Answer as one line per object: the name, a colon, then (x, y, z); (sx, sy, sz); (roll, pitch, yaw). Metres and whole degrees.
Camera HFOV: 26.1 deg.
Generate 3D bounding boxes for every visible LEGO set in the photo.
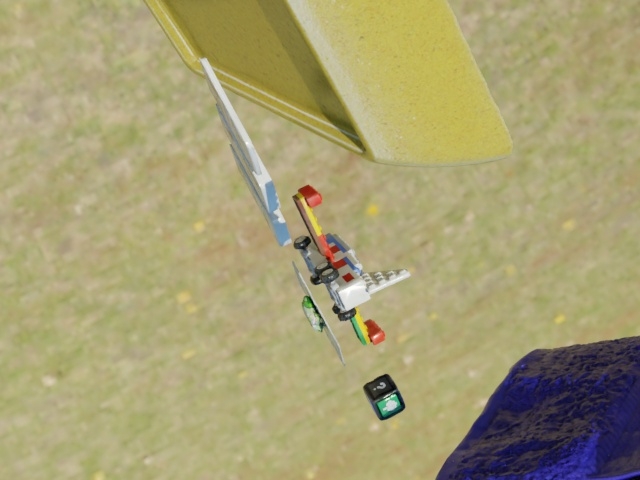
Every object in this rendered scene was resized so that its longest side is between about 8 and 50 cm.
LEGO set: (0.000, 0.000, 0.953); (0.060, 0.244, 0.182); (-27, 157, -5)

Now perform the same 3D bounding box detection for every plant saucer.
plant saucer: (-0.052, -0.190, 0.967); (0.081, 0.333, 0.333); (-47, 136, -14)

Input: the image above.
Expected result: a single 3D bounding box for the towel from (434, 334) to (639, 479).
towel: (0.221, 0.109, 0.796); (0.308, 0.076, 0.227); (-13, -155, 37)
